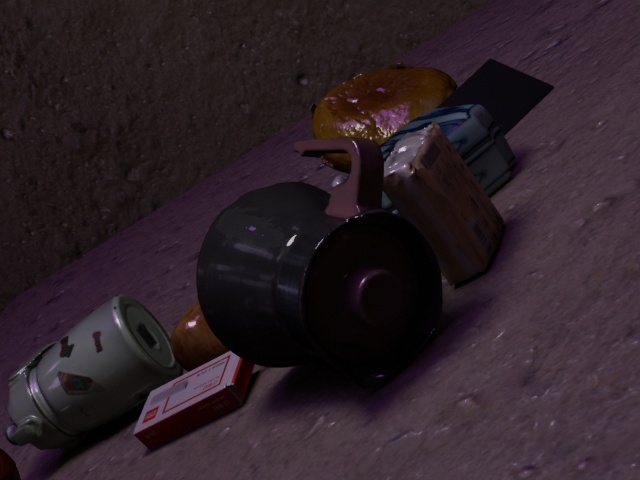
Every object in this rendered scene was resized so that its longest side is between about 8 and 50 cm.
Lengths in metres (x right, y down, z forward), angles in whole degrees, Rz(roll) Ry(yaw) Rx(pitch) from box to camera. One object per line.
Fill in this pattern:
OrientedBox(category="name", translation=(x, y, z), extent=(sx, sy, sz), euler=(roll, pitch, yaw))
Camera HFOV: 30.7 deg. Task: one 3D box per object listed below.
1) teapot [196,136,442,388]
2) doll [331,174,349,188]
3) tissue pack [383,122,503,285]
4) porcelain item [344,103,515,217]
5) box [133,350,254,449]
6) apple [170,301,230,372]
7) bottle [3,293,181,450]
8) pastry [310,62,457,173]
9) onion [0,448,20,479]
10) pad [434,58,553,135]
OrientedBox(category="teapot", translation=(0.004, 0.030, 1.785), extent=(0.306, 0.376, 0.362), euler=(3, 4, -31))
OrientedBox(category="doll", translation=(0.096, -0.144, 2.650), extent=(0.162, 0.062, 0.106), euler=(-30, 7, 16))
OrientedBox(category="tissue pack", translation=(0.193, -0.062, 1.857), extent=(0.090, 0.222, 0.186), euler=(-31, 16, 29))
OrientedBox(category="porcelain item", translation=(0.198, -0.129, 2.191), extent=(0.286, 0.157, 0.281), euler=(-38, 14, -13))
OrientedBox(category="box", translation=(-0.216, 0.273, 2.040), extent=(0.229, 0.050, 0.123), euler=(-29, 24, 25))
OrientedBox(category="apple", translation=(-0.208, 0.182, 2.174), extent=(0.146, 0.131, 0.146), euler=(-38, 15, 12))
OrientedBox(category="bottle", translation=(-0.468, 0.282, 2.316), extent=(0.352, 0.229, 0.229), euler=(-36, 14, 11))
OrientedBox(category="pastry", translation=(0.146, -0.266, 2.569), extent=(0.356, 0.163, 0.356), euler=(-11, 30, 7))
OrientedBox(category="onion", translation=(-0.668, 0.500, 2.120), extent=(0.272, 0.272, 0.195), euler=(-34, 58, 6))
OrientedBox(category="pad", translation=(0.348, -0.282, 2.428), extent=(0.170, 0.006, 0.245), euler=(30, 59, 32))
